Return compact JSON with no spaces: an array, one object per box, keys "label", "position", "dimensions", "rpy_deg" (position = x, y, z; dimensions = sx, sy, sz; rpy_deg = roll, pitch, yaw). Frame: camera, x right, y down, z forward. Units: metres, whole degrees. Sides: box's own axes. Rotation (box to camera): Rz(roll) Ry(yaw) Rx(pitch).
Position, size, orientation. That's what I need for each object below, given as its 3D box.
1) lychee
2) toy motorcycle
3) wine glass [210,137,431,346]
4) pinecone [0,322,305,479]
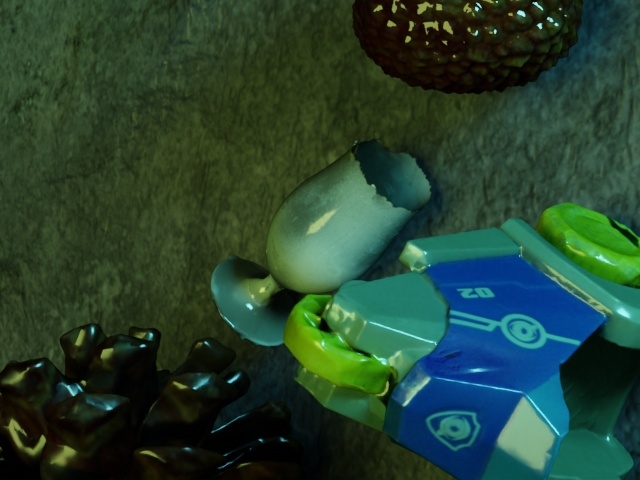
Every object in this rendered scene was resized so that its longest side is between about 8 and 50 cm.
[{"label":"lychee","position":[0.120,-0.197,1.372],"dimensions":[0.188,0.188,0.188],"rpy_deg":[0,90,45]},{"label":"toy motorcycle","position":[0.134,0.100,1.241],"dimensions":[0.200,0.326,0.191],"rpy_deg":[42,119,34]},{"label":"wine glass","position":[0.000,0.000,1.538],"dimensions":[0.222,0.103,0.103],"rpy_deg":[-41,62,36]},{"label":"pinecone","position":[-0.176,0.250,1.525],"dimensions":[0.397,0.397,0.398],"rpy_deg":[0,90,45]}]
